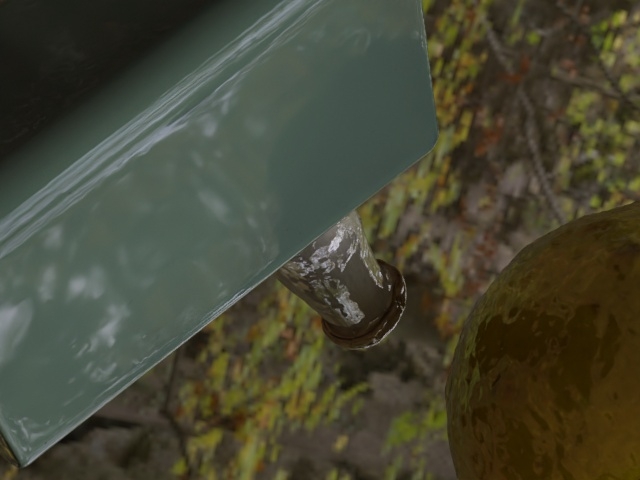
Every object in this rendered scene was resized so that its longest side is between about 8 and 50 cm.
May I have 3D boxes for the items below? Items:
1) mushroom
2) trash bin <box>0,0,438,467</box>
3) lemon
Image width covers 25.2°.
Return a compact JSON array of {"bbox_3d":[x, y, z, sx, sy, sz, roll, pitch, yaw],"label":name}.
[{"bbox_3d":[-0.010,-0.004,1.130,0.108,0.247,0.096,15,-113,30],"label":"mushroom"},{"bbox_3d":[-0.110,-0.058,0.846,0.158,0.343,0.223,37,-24,32],"label":"trash bin"},{"bbox_3d":[0.283,0.130,1.144,0.387,0.350,0.350,-42,-141,48],"label":"lemon"}]
